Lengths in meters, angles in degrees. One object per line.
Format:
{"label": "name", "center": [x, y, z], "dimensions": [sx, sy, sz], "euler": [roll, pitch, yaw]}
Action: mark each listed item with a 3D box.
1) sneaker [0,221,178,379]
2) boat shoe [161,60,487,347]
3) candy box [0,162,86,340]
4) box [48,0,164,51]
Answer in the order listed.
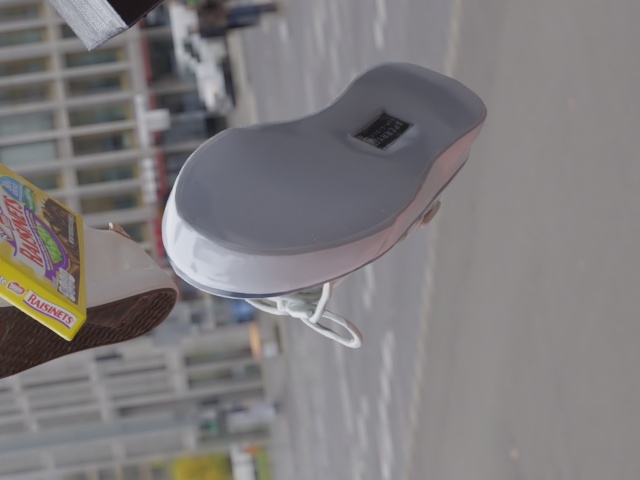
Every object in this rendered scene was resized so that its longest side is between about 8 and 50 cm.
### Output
{"label": "sneaker", "center": [-0.266, 0.042, 1.626], "dimensions": [0.123, 0.290, 0.106], "euler": [52, 126, 25]}
{"label": "boat shoe", "center": [-0.007, -0.004, 1.291], "dimensions": [0.367, 0.136, 0.156], "euler": [-41, -25, -59]}
{"label": "candy box", "center": [-0.216, -0.002, 1.359], "dimensions": [0.027, 0.105, 0.206], "euler": [-53, 18, 12]}
{"label": "box", "center": [-0.095, -0.199, 1.119], "dimensions": [0.093, 0.156, 0.158], "euler": [51, 169, -10]}
